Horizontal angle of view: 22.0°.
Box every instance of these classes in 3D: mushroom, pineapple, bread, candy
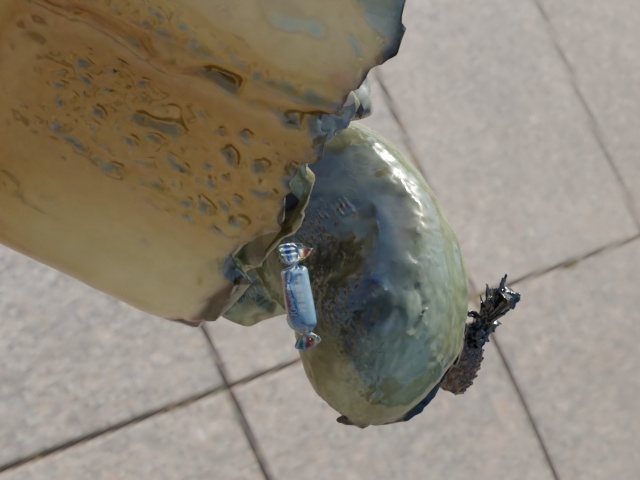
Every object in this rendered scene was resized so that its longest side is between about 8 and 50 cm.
[{"bbox_3d":[0.001,-0.001,1.495,0.248,0.130,0.344,-13,53,-19],"label":"mushroom"},{"bbox_3d":[0.156,0.094,1.620,0.058,0.124,0.058,35,18,-14],"label":"pineapple"},{"bbox_3d":[-0.095,-0.132,0.894,0.270,0.315,0.211,27,28,-8],"label":"bread"},{"bbox_3d":[-0.014,0.042,1.242,0.030,0.020,0.083,-9,79,-17],"label":"candy"}]
